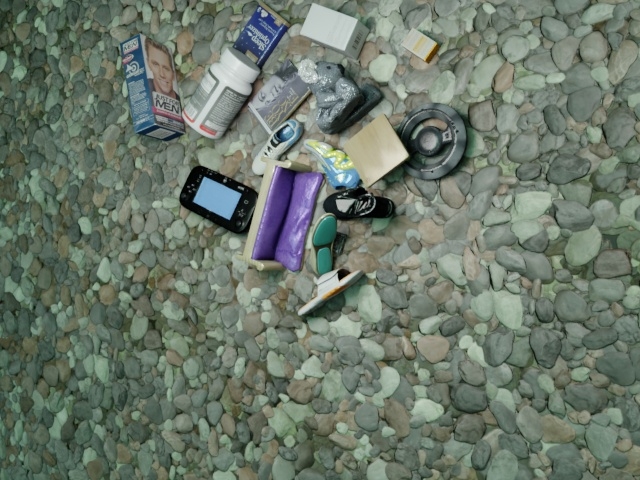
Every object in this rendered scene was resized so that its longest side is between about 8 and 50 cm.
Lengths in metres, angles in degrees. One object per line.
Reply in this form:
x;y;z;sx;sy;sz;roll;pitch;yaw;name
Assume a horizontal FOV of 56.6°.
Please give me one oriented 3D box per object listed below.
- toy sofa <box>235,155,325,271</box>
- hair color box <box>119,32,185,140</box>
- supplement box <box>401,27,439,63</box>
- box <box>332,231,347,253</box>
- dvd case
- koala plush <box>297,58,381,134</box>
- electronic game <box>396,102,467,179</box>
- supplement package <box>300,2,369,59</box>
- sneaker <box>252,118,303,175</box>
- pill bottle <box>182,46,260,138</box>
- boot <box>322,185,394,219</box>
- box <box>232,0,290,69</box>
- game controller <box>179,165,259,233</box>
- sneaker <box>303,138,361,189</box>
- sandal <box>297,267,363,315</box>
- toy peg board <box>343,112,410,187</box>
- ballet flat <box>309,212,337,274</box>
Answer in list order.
-0.128;-0.080;1.935;0.177;0.150;0.363;18;96;27;toy sofa
-0.612;-0.556;2.182;0.105;0.174;0.348;-16;82;25;hair color box
0.302;-0.589;1.799;0.098;0.036;0.062;42;106;21;supplement box
0.039;0.001;1.921;0.083;0.018;0.067;19;97;26;box
-0.142;-0.483;2.016;0.221;0.018;0.165;-45;62;19;dvd case
0.031;-0.468;1.852;0.203;0.196;0.221;-41;75;30;koala plush
0.326;-0.295;1.769;0.229;0.048;0.230;0;89;35;electronic game
0.046;-0.664;1.892;0.179;0.105;0.105;30;102;24;supplement package
-0.156;-0.315;1.994;0.237;0.086;0.085;-46;71;19;sneaker
-0.337;-0.504;2.038;0.161;0.161;0.283;47;112;20;pill bottle
0.082;-0.113;1.798;0.246;0.207;0.094;5;89;27;boot
-0.217;-0.695;2.066;0.136;0.036;0.225;44;108;21;box
-0.359;-0.147;2.100;0.319;0.067;0.167;25;100;25;game controller
0.032;-0.236;1.893;0.240;0.091;0.126;26;100;24;sneaker
0.014;0.148;1.883;0.265;0.102;0.076;-36;76;23;sandal
0.180;-0.264;1.788;0.160;0.079;0.161;-37;69;25;toy peg board
0.000;0.000;1.863;0.086;0.086;0.249;28;133;25;ballet flat
